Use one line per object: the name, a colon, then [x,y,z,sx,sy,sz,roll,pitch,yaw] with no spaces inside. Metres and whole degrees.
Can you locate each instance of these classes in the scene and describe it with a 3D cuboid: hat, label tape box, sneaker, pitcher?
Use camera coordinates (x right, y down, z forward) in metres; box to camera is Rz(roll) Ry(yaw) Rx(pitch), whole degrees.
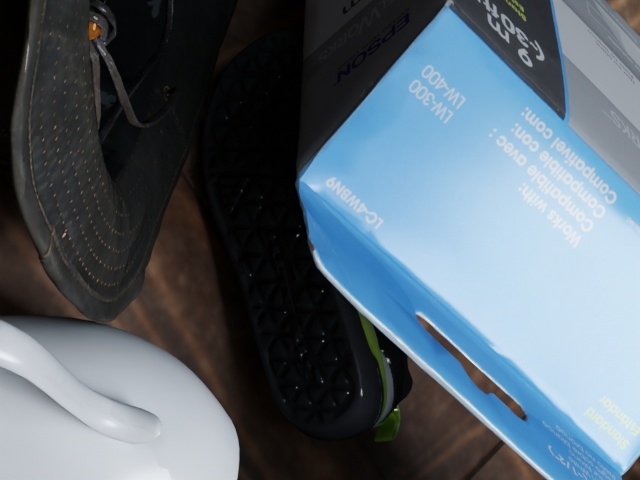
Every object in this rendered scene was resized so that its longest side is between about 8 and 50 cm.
hat: [-0.135,-0.132,0.878,0.134,0.331,0.331,7,75,12]
label tape box: [0.110,-0.040,0.950,0.249,0.115,0.348,42,23,-23]
sneaker: [0.000,0.000,1.015,0.097,0.084,0.235,-8,89,-59]
pitcher: [-0.131,0.085,0.837,0.207,0.177,0.125,24,66,-29]
